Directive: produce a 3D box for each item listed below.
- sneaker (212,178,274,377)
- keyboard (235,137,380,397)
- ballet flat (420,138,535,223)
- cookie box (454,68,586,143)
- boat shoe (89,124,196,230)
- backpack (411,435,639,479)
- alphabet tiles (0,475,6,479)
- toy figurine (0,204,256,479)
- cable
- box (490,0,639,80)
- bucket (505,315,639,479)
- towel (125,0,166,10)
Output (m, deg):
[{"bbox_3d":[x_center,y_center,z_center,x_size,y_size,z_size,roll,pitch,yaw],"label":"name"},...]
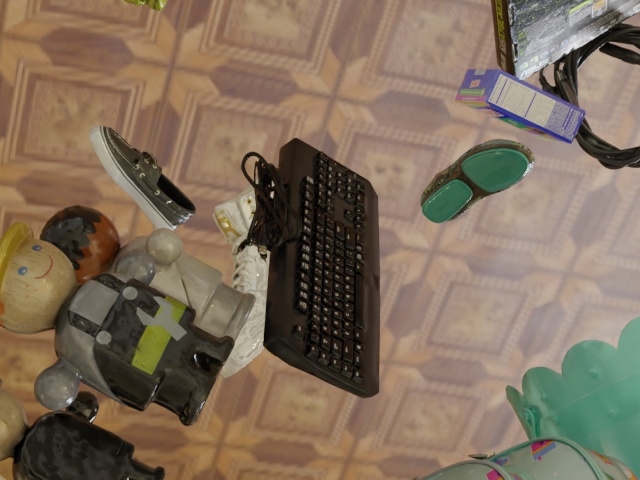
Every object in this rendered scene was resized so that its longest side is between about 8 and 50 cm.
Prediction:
[{"bbox_3d":[-0.103,0.034,1.713,0.169,0.292,0.108,47,140,-16],"label":"sneaker"},{"bbox_3d":[0.000,0.000,0.752,0.100,0.192,0.038,24,126,-19],"label":"keyboard"},{"bbox_3d":[0.185,-0.083,1.486,0.070,0.070,0.188,27,147,-25],"label":"ballet flat"},{"bbox_3d":[0.206,-0.140,1.319,0.107,0.092,0.040,23,92,-15],"label":"cookie box"},{"bbox_3d":[-0.170,-0.064,1.224,0.040,0.049,0.142,-28,131,10],"label":"boat shoe"},{"bbox_3d":[0.136,0.222,0.862,0.188,0.166,0.144,-31,137,21],"label":"backpack"},{"bbox_3d":[-0.274,0.324,1.208,0.278,0.021,0.284,-28,123,18],"label":"alphabet tiles"},{"bbox_3d":[-0.145,0.086,0.714,0.148,0.213,0.210,27,102,-1],"label":"toy figurine"},{"bbox_3d":[0.363,-0.172,1.538,0.150,0.047,0.184,-33,92,22],"label":"cable"},{"bbox_3d":[0.276,-0.281,1.395,0.190,0.045,0.184,-31,147,-5],"label":"box"},{"bbox_3d":[0.338,0.182,1.246,0.281,0.183,0.281,-18,163,-6],"label":"bucket"},{"bbox_3d":[-0.034,-0.215,0.590,0.021,0.237,0.102,21,142,2],"label":"towel"}]
